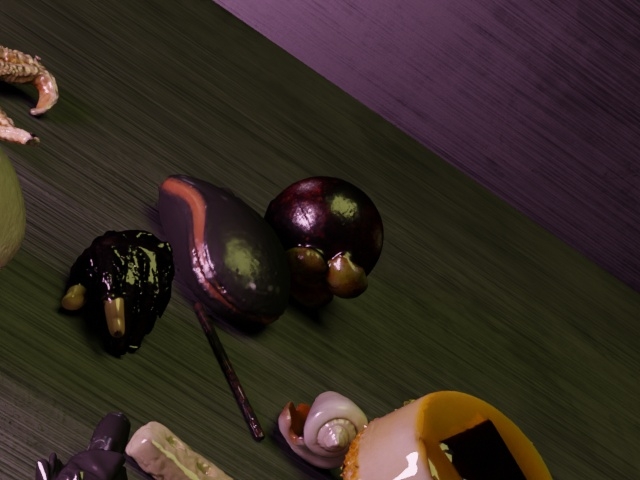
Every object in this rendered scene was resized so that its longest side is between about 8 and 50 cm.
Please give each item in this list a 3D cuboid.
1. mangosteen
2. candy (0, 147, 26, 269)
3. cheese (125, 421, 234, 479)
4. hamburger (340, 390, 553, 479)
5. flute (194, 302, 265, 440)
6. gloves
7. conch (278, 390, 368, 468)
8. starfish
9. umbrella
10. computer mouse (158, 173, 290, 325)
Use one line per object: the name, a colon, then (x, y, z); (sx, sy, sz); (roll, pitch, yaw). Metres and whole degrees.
mangosteen: (0.000, 0.000, 2.155); (0.210, 0.210, 0.210); (33, 19, -13)
candy: (-0.444, -0.068, 1.522); (0.295, 0.185, 0.295); (27, 24, -13)
cheese: (-0.126, 0.270, 1.516); (0.194, 0.043, 0.065); (36, 14, 3)
hamburger: (0.152, 0.321, 1.665); (0.276, 0.179, 0.294); (56, 31, 13)
flute: (-0.120, 0.166, 1.808); (0.014, 0.014, 0.269); (22, 24, -37)
gloves: (-0.241, 0.057, 1.706); (0.129, 0.106, 0.180); (31, 16, -23)
conch: (0.002, 0.226, 1.769); (0.094, 0.104, 0.176); (63, 1, -30)
starfish: (-0.515, -0.235, 1.931); (0.324, 0.082, 0.432); (38, 14, -9)
umbrella: (-0.223, 0.247, 1.303); (0.118, 0.118, 0.340); (35, 17, -7)
computer mouse: (-0.133, 0.000, 2.024); (0.183, 0.116, 0.323); (29, 19, -36)
